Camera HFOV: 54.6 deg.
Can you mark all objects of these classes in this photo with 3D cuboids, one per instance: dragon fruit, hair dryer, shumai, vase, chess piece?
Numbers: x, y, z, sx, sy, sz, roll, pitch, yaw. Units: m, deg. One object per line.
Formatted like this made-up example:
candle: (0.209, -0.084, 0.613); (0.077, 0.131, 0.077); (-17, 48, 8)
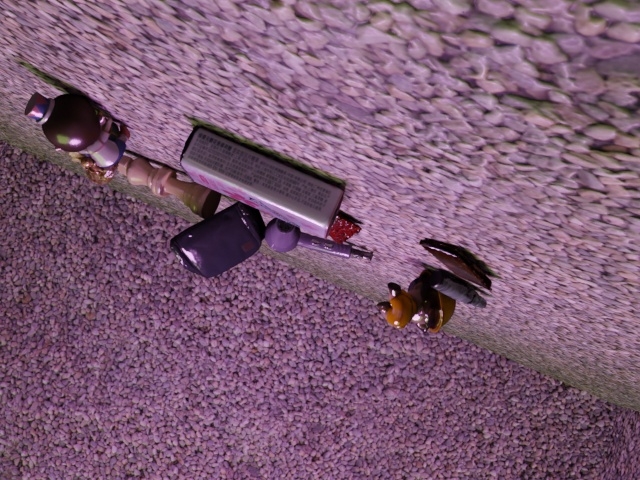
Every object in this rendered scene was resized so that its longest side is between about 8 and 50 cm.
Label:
dragon fruit: (0.040, -0.056, 1.654); (0.131, 0.063, 0.097); (29, 138, -35)
hair dryer: (0.000, 0.000, 1.982); (0.360, 0.121, 0.301); (14, 170, -5)
shumai: (-0.736, -0.276, 1.996); (0.152, 0.161, 0.209); (26, -170, -38)
vase: (0.416, 0.151, 1.840); (0.211, 0.060, 0.060); (27, 171, -26)
chess piece: (-0.530, -0.195, 2.086); (0.396, 0.117, 0.117); (23, 172, 15)

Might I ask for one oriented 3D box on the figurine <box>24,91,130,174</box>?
figurine: (-0.630, -0.296, 1.614); (0.158, 0.161, 0.275); (60, -173, 26)

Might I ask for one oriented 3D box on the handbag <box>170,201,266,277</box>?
handbag: (-0.317, 0.005, 2.011); (0.178, 0.301, 0.275); (62, 178, -4)

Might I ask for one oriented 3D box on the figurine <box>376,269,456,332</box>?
figurine: (0.303, 0.196, 1.884); (0.256, 0.193, 0.167); (-14, -154, -42)

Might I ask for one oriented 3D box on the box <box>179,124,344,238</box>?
box: (-0.134, -0.127, 1.418); (0.369, 0.112, 0.190); (22, 171, 4)

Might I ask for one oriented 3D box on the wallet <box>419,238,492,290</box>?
wallet: (0.344, 0.057, 1.542); (0.121, 0.031, 0.232); (22, 171, 41)
